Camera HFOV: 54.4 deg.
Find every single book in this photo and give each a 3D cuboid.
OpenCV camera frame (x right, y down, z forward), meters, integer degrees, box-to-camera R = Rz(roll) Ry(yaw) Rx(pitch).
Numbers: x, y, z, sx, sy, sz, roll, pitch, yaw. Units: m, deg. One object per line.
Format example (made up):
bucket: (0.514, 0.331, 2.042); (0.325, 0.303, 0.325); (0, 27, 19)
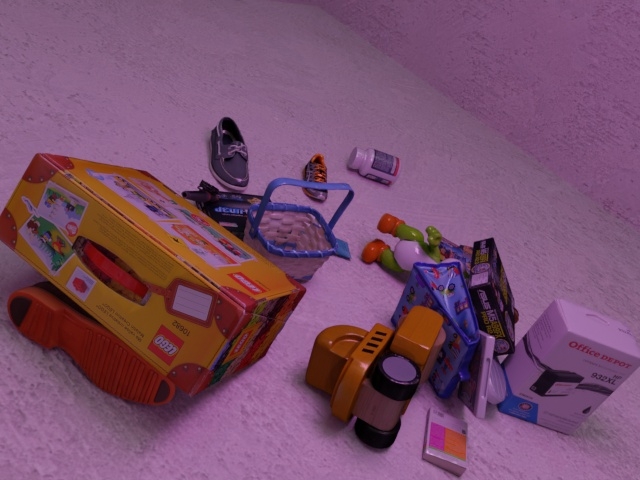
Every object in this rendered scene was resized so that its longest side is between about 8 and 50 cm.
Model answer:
book: (0.283, 0.451, 1.411); (0.096, 0.035, 0.144); (25, 32, 2)

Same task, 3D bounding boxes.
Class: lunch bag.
lunch bag: (0.308, 0.230, 1.553); (0.138, 0.221, 0.293); (-1, 42, -18)

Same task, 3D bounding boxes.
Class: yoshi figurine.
yoshi figurine: (0.295, 0.077, 1.793); (0.362, 0.203, 0.203); (33, 64, 20)

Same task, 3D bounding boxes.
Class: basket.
basket: (-0.071, -0.035, 1.593); (0.255, 0.289, 0.201); (4, 44, -38)

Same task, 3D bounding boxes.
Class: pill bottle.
pill bottle: (0.201, -0.283, 2.315); (0.180, 0.108, 0.108); (18, 33, -16)

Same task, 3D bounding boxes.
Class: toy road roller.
toy road roller: (0.118, 0.270, 1.397); (0.241, 0.202, 0.329); (25, 32, 17)

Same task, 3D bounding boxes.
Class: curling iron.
curling iron: (-0.310, -0.118, 1.592); (0.068, 0.035, 0.274); (35, 9, -1)

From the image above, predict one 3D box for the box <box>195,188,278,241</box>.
box: (-0.224, -0.065, 1.746); (0.220, 0.051, 0.175); (5, 38, -31)

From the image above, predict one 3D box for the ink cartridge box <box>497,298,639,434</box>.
ink cartridge box: (0.614, 0.324, 1.574); (0.223, 0.307, 0.129); (21, 32, -10)

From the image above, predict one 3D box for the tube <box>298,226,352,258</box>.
tube: (0.000, 0.000, 1.829); (0.207, 0.052, 0.080); (18, 38, -24)

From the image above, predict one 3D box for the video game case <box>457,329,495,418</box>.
video game case: (0.364, 0.304, 1.469); (0.023, 0.183, 0.201); (8, -1, 1)

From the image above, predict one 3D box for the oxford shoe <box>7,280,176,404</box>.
oxford shoe: (-0.412, 0.179, 1.198); (0.364, 0.130, 0.133); (32, 26, 8)

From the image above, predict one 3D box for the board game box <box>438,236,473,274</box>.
board game box: (0.441, 0.063, 2.049); (0.194, 0.060, 0.194); (30, 31, 4)

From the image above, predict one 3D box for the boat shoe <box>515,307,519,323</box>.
boat shoe: (0.520, 0.183, 1.924); (0.207, 0.073, 0.073); (31, 34, 4)

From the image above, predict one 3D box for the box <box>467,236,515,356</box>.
box: (0.464, 0.145, 1.675); (0.216, 0.060, 0.270); (66, 25, -18)

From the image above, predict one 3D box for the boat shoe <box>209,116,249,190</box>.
boat shoe: (-0.284, -0.278, 1.959); (0.116, 0.099, 0.319); (10, 36, -27)

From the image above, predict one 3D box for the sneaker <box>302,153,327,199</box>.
sneaker: (-0.012, -0.213, 2.085); (0.084, 0.083, 0.215); (14, 36, -23)

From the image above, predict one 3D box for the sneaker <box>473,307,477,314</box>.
sneaker: (0.452, 0.209, 1.847); (0.212, 0.080, 0.094); (24, 36, 12)

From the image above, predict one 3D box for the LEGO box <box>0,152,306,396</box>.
LEGO box: (-0.319, 0.049, 1.270); (0.500, 0.193, 0.372); (35, 10, 13)

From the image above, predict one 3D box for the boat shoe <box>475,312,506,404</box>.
boat shoe: (0.409, 0.318, 1.638); (0.109, 0.094, 0.302); (45, 24, -23)
